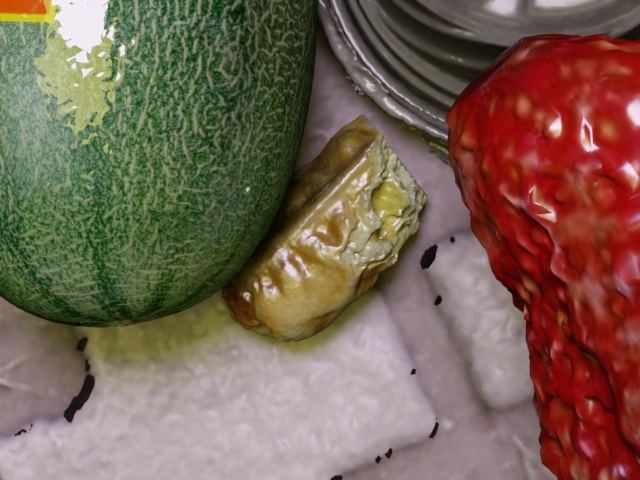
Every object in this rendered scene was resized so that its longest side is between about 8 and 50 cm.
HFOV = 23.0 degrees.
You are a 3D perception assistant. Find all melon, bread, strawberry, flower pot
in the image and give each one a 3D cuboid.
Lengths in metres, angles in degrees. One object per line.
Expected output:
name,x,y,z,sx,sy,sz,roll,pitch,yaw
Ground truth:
melon,-0.090,-0.106,0.684,0.182,0.182,0.288,3,81,7
bread,0.000,0.000,0.729,0.110,0.060,0.066,-44,68,2
strawberry,0.192,0.028,0.595,0.261,0.261,0.258,-13,89,6
flower pot,0.096,-0.150,0.685,0.235,0.140,0.235,-1,87,9
